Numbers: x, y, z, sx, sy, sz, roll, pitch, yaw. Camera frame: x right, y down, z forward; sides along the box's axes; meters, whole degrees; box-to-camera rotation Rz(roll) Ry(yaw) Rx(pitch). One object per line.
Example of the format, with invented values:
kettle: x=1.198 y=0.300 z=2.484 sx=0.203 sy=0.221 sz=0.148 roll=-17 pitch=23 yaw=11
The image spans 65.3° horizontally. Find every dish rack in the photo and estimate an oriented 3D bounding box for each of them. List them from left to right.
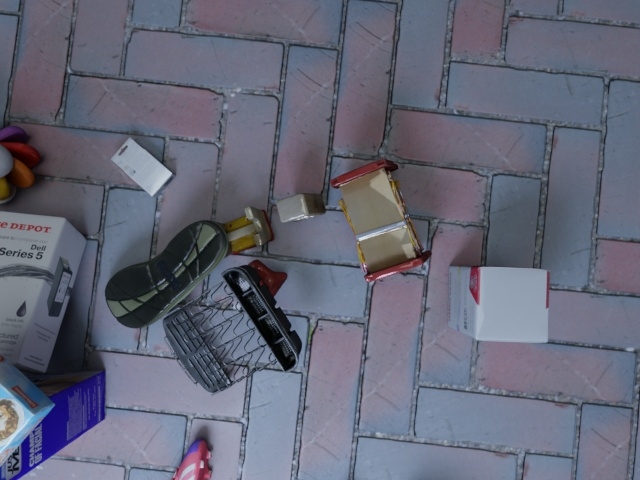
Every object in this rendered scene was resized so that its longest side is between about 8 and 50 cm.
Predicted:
dish rack: x=-0.180 y=0.181 z=0.931 sx=0.271 sy=0.074 sz=0.208 roll=-31 pitch=93 yaw=23

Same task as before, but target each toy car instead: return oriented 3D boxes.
toy car: x=-0.627 y=-0.170 z=0.965 sx=0.136 sy=0.159 sz=0.182 roll=-36 pitch=87 yaw=-36

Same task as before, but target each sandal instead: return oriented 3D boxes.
sandal: x=-0.288 y=0.072 z=0.965 sx=0.303 sy=0.086 sz=0.120 roll=-32 pitch=84 yaw=14

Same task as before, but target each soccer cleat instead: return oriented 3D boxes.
soccer cleat: x=-0.274 y=0.506 z=0.961 sx=0.095 sy=0.083 sz=0.248 roll=9 pitch=90 yaw=5

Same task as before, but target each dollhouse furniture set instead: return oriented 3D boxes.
dollhouse furniture set: x=0.000 y=0.000 z=0.967 sx=0.374 sy=0.152 sz=0.201 roll=-19 pitch=88 yaw=16

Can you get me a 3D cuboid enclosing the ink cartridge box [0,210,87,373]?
ink cartridge box: x=-0.578 y=0.089 z=0.913 sx=0.198 sy=0.115 sz=0.272 roll=6 pitch=66 yaw=0

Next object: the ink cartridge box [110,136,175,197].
ink cartridge box: x=-0.357 y=-0.147 z=1.009 sx=0.115 sy=0.029 sz=0.063 roll=41 pitch=89 yaw=2

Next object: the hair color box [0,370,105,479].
hair color box: x=-0.522 y=0.303 z=0.835 sx=0.185 sy=0.339 sz=0.110 roll=-2 pitch=88 yaw=0

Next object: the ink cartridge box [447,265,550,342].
ink cartridge box: x=0.322 y=0.111 z=0.928 sx=0.127 sy=0.176 sz=0.128 roll=2 pitch=88 yaw=-3

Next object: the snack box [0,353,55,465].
snack box: x=-0.525 y=0.276 z=0.636 sx=0.187 sy=0.060 sz=0.322 roll=41 pitch=87 yaw=2
